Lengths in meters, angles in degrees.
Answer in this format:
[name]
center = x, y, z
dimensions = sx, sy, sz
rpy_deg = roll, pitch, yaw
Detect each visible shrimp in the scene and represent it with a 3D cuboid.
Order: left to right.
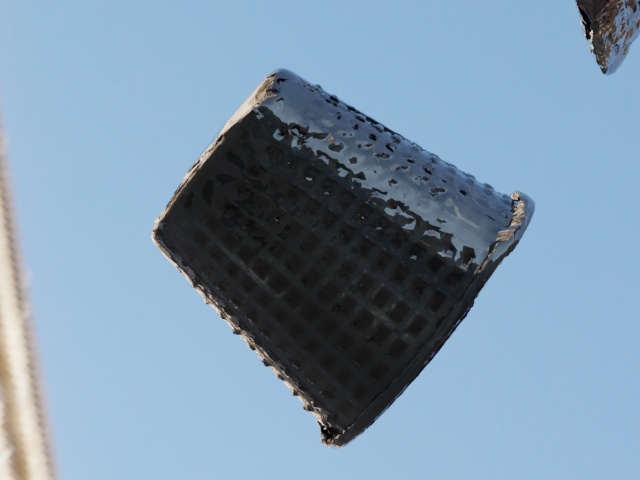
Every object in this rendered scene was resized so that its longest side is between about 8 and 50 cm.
[shrimp]
center = 0.119, -0.117, 0.786
dimensions = 0.034, 0.091, 0.161
rpy_deg = 6, -11, 17

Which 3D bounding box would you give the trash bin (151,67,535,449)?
[trash bin]
center = 0.000, 0.000, 1.082
dimensions = 0.161, 0.175, 0.175
rpy_deg = 37, -42, -3
